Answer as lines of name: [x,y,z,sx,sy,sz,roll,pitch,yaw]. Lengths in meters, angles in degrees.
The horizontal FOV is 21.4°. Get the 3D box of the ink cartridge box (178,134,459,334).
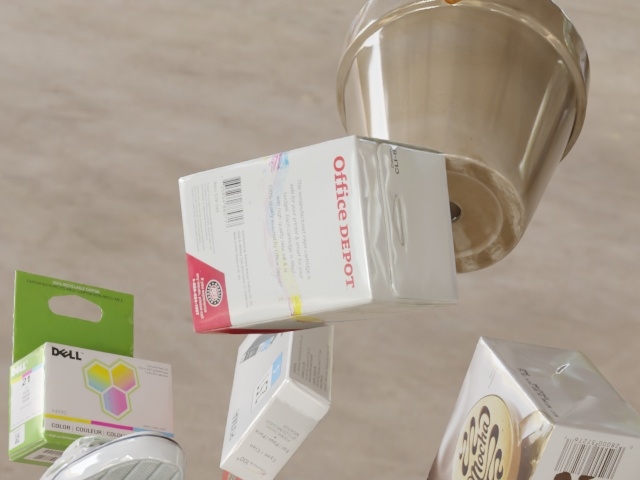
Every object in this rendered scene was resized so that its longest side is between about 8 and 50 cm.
ink cartridge box: [0.000,0.000,1.318,0.176,0.128,0.127,-11,-9,36]

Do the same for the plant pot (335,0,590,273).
plant pot: [0.164,-0.122,2.055,0.323,0.323,0.280,9,42,3]

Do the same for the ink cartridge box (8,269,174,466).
ink cartridge box: [-0.289,0.157,2.138,0.189,0.255,0.097,14,-28,-35]

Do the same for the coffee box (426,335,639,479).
coffee box: [0.175,0.260,1.539,0.119,0.297,0.168,11,21,-22]

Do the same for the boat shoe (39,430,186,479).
boat shoe: [-0.182,0.188,1.327,0.083,0.226,0.075,26,47,-29]

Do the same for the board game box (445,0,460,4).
board game box: [0.138,-0.421,1.122,0.356,0.356,0.356,-27,-8,11]

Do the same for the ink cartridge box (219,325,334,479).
ink cartridge box: [-0.077,0.203,1.982,0.066,0.261,0.296,32,20,-11]
